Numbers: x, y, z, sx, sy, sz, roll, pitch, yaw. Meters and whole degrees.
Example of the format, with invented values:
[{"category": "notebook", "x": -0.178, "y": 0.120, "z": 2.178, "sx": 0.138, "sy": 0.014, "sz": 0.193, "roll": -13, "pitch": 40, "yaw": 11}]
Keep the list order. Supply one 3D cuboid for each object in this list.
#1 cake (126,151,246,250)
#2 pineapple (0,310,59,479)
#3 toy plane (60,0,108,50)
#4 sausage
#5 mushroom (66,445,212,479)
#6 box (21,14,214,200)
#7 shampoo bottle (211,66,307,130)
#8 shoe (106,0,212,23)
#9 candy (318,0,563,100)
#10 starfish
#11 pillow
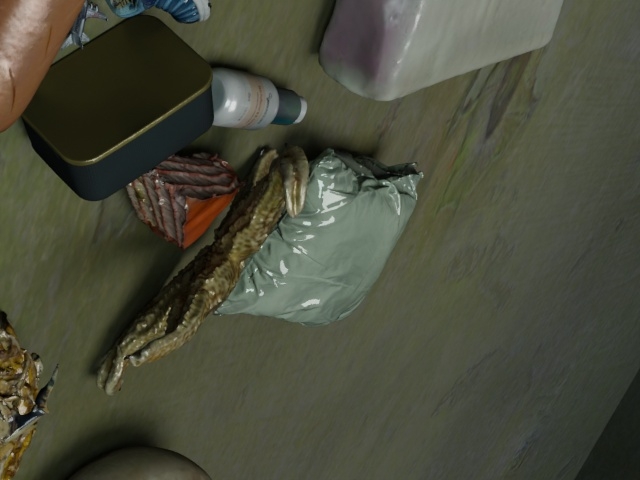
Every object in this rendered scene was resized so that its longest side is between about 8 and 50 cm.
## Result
[{"category": "cake", "x": -0.171, "y": -0.067, "z": 1.844, "sx": 0.135, "sy": 0.098, "sz": 0.287, "roll": -42, "pitch": 173, "yaw": -4}, {"category": "pineapple", "x": -0.414, "y": 0.245, "z": 1.882, "sx": 0.334, "sy": 0.158, "sz": 0.161, "roll": -56, "pitch": 150, "yaw": 13}, {"category": "toy plane", "x": -0.266, "y": -0.245, "z": 1.631, "sx": 0.078, "sy": 0.031, "sz": 0.083, "roll": -27, "pitch": 144, "yaw": -33}, {"category": "sausage", "x": -0.296, "y": -0.254, "z": 1.492, "sx": 0.121, "sy": 0.121, "sz": 0.304, "roll": 5, "pitch": 122, "yaw": -55}, {"category": "mushroom", "x": -0.261, "y": 0.462, "z": 2.205, "sx": 0.297, "sy": 0.290, "sz": 0.297, "roll": -33, "pitch": 148, "yaw": -24}, {"category": "box", "x": -0.228, "y": -0.147, "z": 1.687, "sx": 0.201, "sy": 0.144, "sz": 0.090, "roll": -37, "pitch": 153, "yaw": -21}, {"category": "shampoo bottle", "x": -0.082, "y": -0.175, "z": 1.912, "sx": 0.192, "sy": 0.074, "sz": 0.074, "roll": 5, "pitch": 122, "yaw": -55}, {"category": "shoe", "x": -0.191, "y": -0.291, "z": 1.638, "sx": 0.106, "sy": 0.091, "sz": 0.207, "roll": -30, "pitch": 158, "yaw": 13}, {"category": "candy", "x": 0.176, "y": -0.328, "z": 2.003, "sx": 0.358, "sy": 0.145, "sz": 0.208, "roll": -22, "pitch": 141, "yaw": -40}, {"category": "starfish", "x": -0.155, "y": 0.055, "z": 1.950, "sx": 0.432, "sy": 0.082, "sz": 0.324, "roll": -51, "pitch": -169, "yaw": 1}, {"category": "pillow", "x": 0.000, "y": 0.000, "z": 2.163, "sx": 0.283, "sy": 0.138, "sz": 0.310, "roll": 3, "pitch": 126, "yaw": -53}]
